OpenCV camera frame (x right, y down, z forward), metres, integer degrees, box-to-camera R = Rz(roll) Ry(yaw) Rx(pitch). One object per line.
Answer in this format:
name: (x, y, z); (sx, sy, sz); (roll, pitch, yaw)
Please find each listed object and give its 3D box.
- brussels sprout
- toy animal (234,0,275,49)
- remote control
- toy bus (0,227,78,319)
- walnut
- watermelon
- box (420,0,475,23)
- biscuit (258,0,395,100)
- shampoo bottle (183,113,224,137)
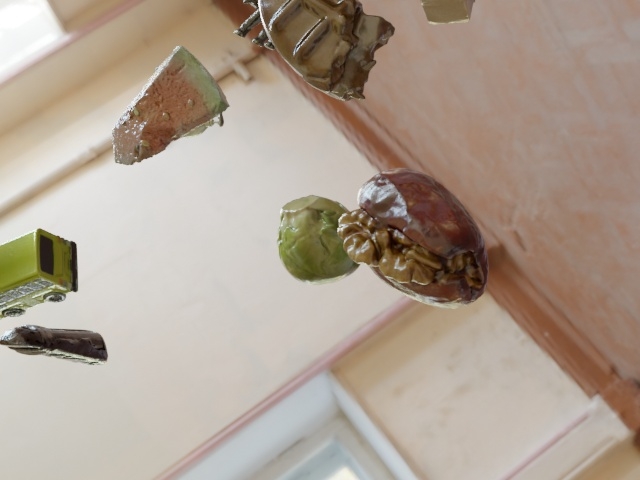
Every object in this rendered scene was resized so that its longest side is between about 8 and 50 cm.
brussels sprout: (0.000, 0.000, 2.527); (0.244, 0.244, 0.244); (52, 167, 17)
toy animal: (-0.112, -0.465, 2.046); (0.082, 0.137, 0.269); (36, -173, 37)
remote control: (-0.469, 0.178, 1.777); (0.266, 0.090, 0.066); (32, -125, -66)
toy bus: (-0.666, 0.079, 2.169); (0.150, 0.262, 0.128); (33, -138, -55)
walnut: (0.169, 0.001, 1.809); (0.269, 0.244, 0.221); (36, 122, 44)
watermelon: (-0.314, -0.250, 1.948); (0.139, 0.257, 0.193); (49, 172, -21)
box: (0.204, -0.408, 1.630); (0.089, 0.062, 0.122); (0, 155, 20)
biscuit: (0.070, -0.375, 1.318); (0.268, 0.366, 0.115); (48, 178, 18)
shampoo bottle: (-0.293, -0.272, 2.311); (0.152, 0.077, 0.045); (5, 155, 20)
